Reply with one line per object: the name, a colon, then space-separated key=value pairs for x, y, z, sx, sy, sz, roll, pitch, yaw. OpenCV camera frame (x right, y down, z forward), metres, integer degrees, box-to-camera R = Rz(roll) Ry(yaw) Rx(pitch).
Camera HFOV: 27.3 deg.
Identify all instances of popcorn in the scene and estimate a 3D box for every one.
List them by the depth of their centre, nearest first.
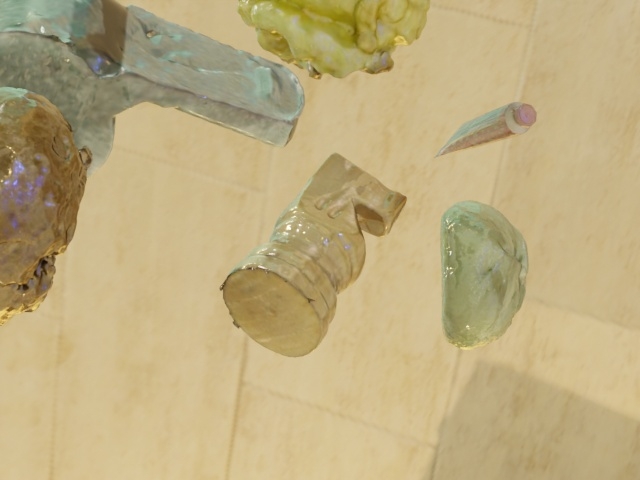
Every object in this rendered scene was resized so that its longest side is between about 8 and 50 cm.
popcorn: x=0.006 y=-0.338 z=1.724 sx=0.293 sy=0.293 sz=0.237 roll=14 pitch=123 yaw=18

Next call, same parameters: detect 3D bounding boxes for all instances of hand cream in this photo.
hand cream: x=0.223 y=-0.150 z=1.788 sx=0.043 sy=0.067 sz=0.210 roll=44 pitch=160 yaw=-14

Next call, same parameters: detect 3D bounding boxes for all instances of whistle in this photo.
whistle: x=-0.223 y=-0.174 z=1.331 sx=0.405 sy=0.168 sz=0.188 roll=-8 pitch=125 yaw=-1

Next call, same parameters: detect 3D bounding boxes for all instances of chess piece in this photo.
chess piece: x=0.000 y=0.000 z=1.625 sx=0.137 sy=0.301 sz=0.137 roll=15 pitch=132 yaw=17

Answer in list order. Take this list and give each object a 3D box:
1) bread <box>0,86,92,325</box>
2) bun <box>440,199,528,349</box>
bread: x=-0.143 y=-0.010 z=0.608 sx=0.060 sy=0.082 sz=0.113 roll=15 pitch=109 yaw=-13
bun: x=0.231 y=0.049 z=1.871 sx=0.127 sy=0.204 sz=0.212 roll=0 pitch=88 yaw=7
